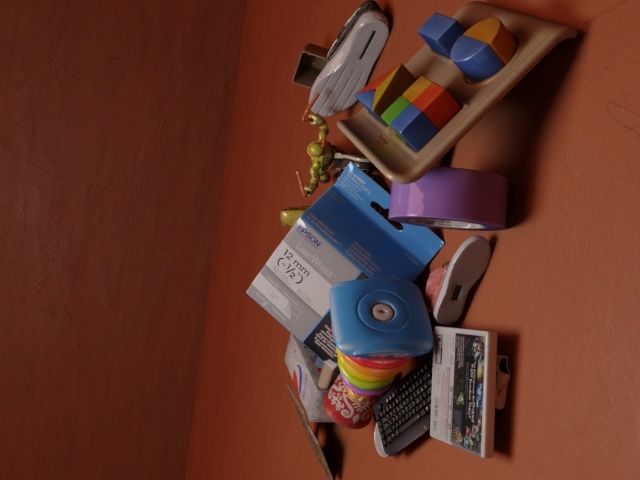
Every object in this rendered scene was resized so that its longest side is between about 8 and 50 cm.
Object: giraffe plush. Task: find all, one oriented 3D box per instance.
[{"bbox_3d":[0.000,0.000,1.865,0.210,0.181,0.170,3,98,36],"label":"giraffe plush"}]

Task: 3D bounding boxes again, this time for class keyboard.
[{"bbox_3d":[0.180,0.255,1.344,0.317,0.033,0.201,126,146,-45],"label":"keyboard"}]

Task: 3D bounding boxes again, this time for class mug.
[{"bbox_3d":[0.079,0.290,1.538,0.150,0.113,0.169,56,134,39],"label":"mug"}]

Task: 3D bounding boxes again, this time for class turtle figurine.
[{"bbox_3d":[0.004,-0.233,1.887,0.217,0.087,0.269,27,-113,-80],"label":"turtle figurine"}]

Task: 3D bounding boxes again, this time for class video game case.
[{"bbox_3d":[0.229,0.238,1.168,0.173,0.022,0.190,169,105,-71],"label":"video game case"}]

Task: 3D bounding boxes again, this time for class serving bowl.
[{"bbox_3d":[0.140,0.393,1.452,0.083,0.027,0.083,-169,90,-67],"label":"serving bowl"}]

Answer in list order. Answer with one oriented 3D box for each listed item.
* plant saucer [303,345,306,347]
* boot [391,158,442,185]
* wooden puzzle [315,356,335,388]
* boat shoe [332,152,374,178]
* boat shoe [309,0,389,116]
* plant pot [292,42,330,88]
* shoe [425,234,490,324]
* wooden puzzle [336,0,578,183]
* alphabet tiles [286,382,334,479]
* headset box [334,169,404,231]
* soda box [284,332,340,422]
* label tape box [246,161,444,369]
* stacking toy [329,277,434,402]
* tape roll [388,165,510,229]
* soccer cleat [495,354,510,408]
[{"bbox_3d":[0.009,0.186,1.818,0.195,0.038,0.194,21,-90,-86],"label":"plant saucer"},{"bbox_3d":[0.215,-0.186,1.368,0.295,0.104,0.211,175,92,-69],"label":"boot"},{"bbox_3d":[0.037,0.198,1.711,0.238,0.044,0.220,-76,4,-62],"label":"wooden puzzle"},{"bbox_3d":[0.081,-0.176,1.765,0.228,0.081,0.068,-145,63,-77],"label":"boat shoe"},{"bbox_3d":[0.077,-0.462,1.854,0.335,0.121,0.119,-50,28,41],"label":"boat shoe"},{"bbox_3d":[-0.014,-0.522,2.138,0.096,0.109,0.109,-85,14,-46],"label":"plant pot"},{"bbox_3d":[0.232,0.054,1.252,0.081,0.064,0.178,-110,33,-57],"label":"shoe"},{"bbox_3d":[0.189,-0.270,1.174,0.348,0.080,0.322,-41,28,6],"label":"wooden puzzle"},{"bbox_3d":[-0.022,0.483,1.780,0.237,0.009,0.198,-139,27,-67],"label":"alphabet tiles"},{"bbox_3d":[0.093,0.010,1.605,0.293,0.110,0.218,-109,32,-53],"label":"headset box"},{"bbox_3d":[-0.010,0.338,1.812,0.286,0.098,0.091,-125,45,-63],"label":"soda box"},{"bbox_3d":[0.041,0.056,1.439,0.347,0.249,0.115,-53,-8,35],"label":"label tape box"},{"bbox_3d":[0.090,0.223,1.352,0.301,0.175,0.165,100,167,-47],"label":"stacking toy"},{"bbox_3d":[0.207,-0.065,1.171,0.189,0.189,0.080,177,99,-71],"label":"tape roll"},{"bbox_3d":[0.278,0.217,1.114,0.035,0.029,0.083,137,141,-68],"label":"soccer cleat"}]
